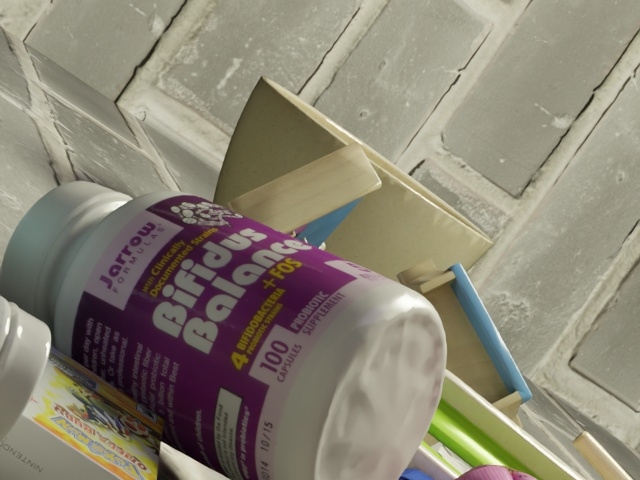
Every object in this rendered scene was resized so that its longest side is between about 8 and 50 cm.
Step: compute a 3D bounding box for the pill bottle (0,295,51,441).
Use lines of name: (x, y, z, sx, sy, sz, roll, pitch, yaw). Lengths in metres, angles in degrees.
pill bottle: (-0.246, 0.027, 0.870, 0.215, 0.117, 0.117, 33, 6, -23)

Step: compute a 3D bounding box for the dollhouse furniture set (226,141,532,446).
dollhouse furniture set: (-0.015, 0.117, 1.571, 0.303, 0.286, 0.198, 60, -22, 9)

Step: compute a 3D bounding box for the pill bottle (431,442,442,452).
pill bottle: (0.034, 0.140, 1.693, 0.193, 0.108, 0.108, 38, 6, 25)

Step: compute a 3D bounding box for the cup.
cup: (0.000, 0.000, 2.015, 0.331, 0.237, 0.331, 35, 5, -3)

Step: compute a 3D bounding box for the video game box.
video game box: (-0.190, 0.091, 1.047, 0.205, 0.048, 0.187, 35, 7, -8)

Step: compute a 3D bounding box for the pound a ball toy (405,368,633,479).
pound a ball toy: (0.165, 0.240, 1.360, 0.319, 0.136, 0.208, 39, 29, 9)

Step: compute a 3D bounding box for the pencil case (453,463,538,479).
pencil case: (0.214, 0.294, 1.089, 0.386, 0.167, 0.160, 32, -25, -14)

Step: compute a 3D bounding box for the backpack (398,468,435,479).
backpack: (0.072, 0.227, 1.225, 0.120, 0.101, 0.098, 38, 12, 12)

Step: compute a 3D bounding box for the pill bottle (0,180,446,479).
pill bottle: (-0.077, 0.063, 1.217, 0.301, 0.169, 0.169, 23, -2, 31)
